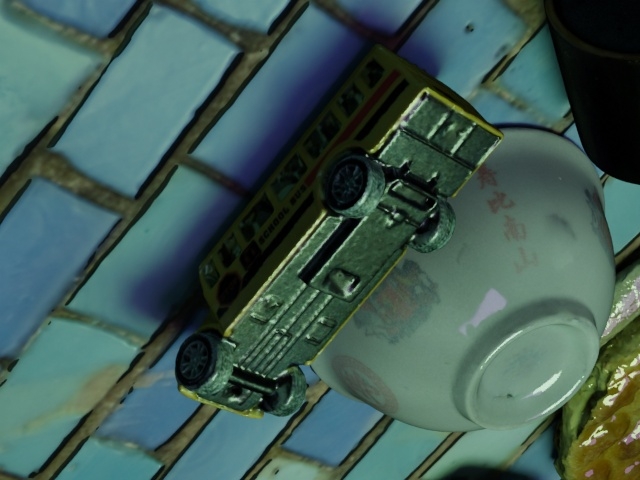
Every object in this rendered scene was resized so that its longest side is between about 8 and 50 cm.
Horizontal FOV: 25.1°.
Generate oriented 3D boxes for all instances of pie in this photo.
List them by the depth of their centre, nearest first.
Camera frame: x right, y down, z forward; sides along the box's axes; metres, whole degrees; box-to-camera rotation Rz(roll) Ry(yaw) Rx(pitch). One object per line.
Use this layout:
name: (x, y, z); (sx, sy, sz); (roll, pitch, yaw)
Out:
pie: (0.405, 0.181, 1.655); (0.339, 0.083, 0.339); (-19, 135, -20)

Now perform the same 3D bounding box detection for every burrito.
burrito: (0.306, 0.076, 1.525); (0.188, 0.045, 0.058); (-43, 140, 7)

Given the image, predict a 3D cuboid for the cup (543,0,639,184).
cup: (0.316, -0.171, 1.232); (0.239, 0.166, 0.177); (-28, 140, -5)

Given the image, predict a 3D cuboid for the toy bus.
toy bus: (0.000, 0.000, 1.217); (0.121, 0.123, 0.335); (23, 113, -44)

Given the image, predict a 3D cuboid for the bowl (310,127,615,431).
bowl: (0.163, 0.076, 1.359); (0.345, 0.157, 0.346); (-17, 134, -19)
